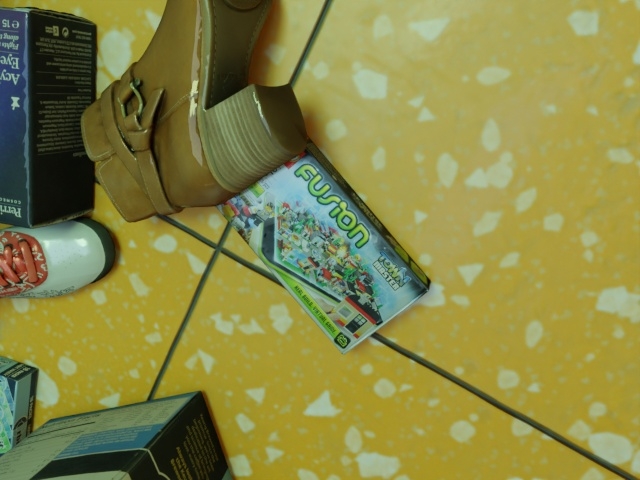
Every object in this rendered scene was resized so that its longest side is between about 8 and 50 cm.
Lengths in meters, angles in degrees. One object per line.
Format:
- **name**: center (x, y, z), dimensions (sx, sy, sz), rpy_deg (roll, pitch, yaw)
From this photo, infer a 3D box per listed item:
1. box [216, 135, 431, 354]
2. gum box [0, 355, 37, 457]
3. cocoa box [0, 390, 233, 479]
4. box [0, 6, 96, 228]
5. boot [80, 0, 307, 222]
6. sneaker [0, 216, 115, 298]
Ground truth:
- **box**: center (0.000, 0.000, 0.605), dimensions (0.114, 0.036, 0.207), rpy_deg (-41, 91, 18)
- **gum box**: center (-0.454, 0.210, 0.761), dimensions (0.184, 0.041, 0.157), rpy_deg (16, 106, 9)
- **cocoa box**: center (-0.212, 0.377, 0.643), dimensions (0.231, 0.228, 0.347), rpy_deg (-15, 99, 17)
- **box**: center (-0.325, -0.129, 0.616), dimensions (0.153, 0.108, 0.207), rpy_deg (8, 104, 11)
- **boot**: center (-0.143, -0.167, 0.579), dimensions (0.220, 0.109, 0.283), rpy_deg (-19, 91, 32)
- **sneaker**: center (-0.369, 0.037, 0.646), dimensions (0.270, 0.145, 0.090), rpy_deg (-4, 102, 14)
